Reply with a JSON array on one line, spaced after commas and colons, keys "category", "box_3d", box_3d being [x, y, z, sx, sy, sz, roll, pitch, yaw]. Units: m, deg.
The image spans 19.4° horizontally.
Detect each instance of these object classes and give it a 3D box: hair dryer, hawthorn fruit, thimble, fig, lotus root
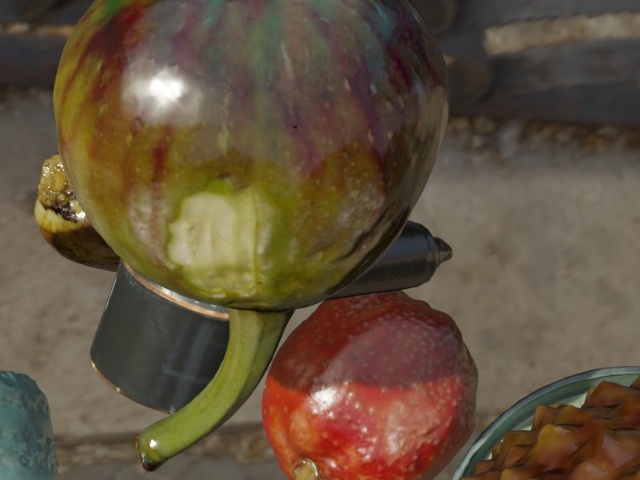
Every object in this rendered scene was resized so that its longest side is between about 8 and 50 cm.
[{"category": "hair dryer", "box_3d": [0.000, 0.000, 1.319, 0.352, 0.107, 0.189, -9, 126, -53]}, {"category": "hawthorn fruit", "box_3d": [0.034, 0.165, 1.808, 0.253, 0.205, 0.205, -44, 106, -24]}, {"category": "thimble", "box_3d": [-0.367, 0.217, 1.865, 0.235, 0.198, 0.143, 8, 66, -43]}, {"category": "fig", "box_3d": [-0.034, 0.002, 0.731, 0.149, 0.149, 0.245, -18, 131, -34]}, {"category": "lotus root", "box_3d": [-0.173, -0.015, 1.696, 0.191, 0.108, 0.094, 27, 57, -46]}]

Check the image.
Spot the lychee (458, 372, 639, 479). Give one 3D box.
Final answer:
[{"category": "lychee", "box_3d": [0.150, 0.160, 0.609, 0.267, 0.267, 0.267, 6, 79, -32]}]

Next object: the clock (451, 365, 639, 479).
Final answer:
[{"category": "clock", "box_3d": [0.173, 0.173, 1.013, 0.226, 0.049, 0.226, -3, 62, 6]}]
